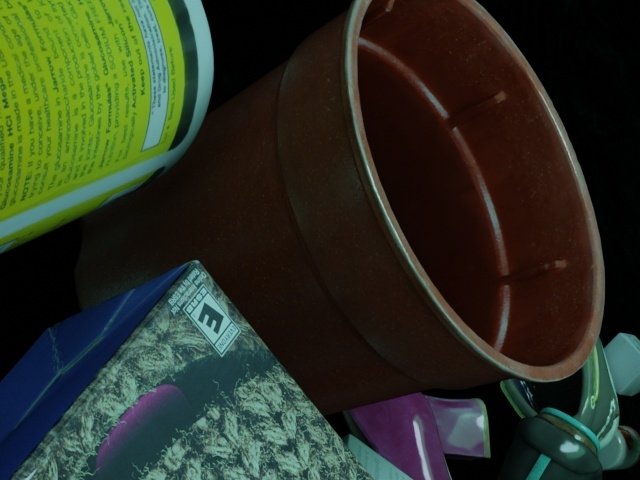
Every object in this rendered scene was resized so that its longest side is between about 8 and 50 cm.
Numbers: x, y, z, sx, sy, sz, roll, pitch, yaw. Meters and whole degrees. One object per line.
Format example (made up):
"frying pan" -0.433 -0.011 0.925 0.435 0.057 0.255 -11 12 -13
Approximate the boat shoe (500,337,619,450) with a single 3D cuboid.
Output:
"boat shoe" 0.179 0.039 1.381 0.091 0.109 0.305 41 28 -66

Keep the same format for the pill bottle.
"pill bottle" -0.216 -0.075 0.842 0.334 0.188 0.188 -31 96 -58

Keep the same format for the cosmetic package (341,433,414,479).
"cosmetic package" 0.079 0.246 1.076 0.231 0.085 0.117 39 20 -10

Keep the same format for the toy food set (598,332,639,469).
"toy food set" 0.253 0.123 1.449 0.232 0.111 0.104 49 19 27

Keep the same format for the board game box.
"board game box" -0.078 0.203 0.864 0.291 0.141 0.232 52 43 -16

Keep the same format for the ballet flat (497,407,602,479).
"ballet flat" 0.187 0.217 1.306 0.096 0.095 0.280 -57 154 -12

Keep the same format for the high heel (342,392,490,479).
"high heel" 0.075 0.232 1.193 0.117 0.082 0.244 3 79 -21

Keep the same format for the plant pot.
"plant pot" 0.000 0.000 1.033 0.272 0.265 0.272 33 45 -41
